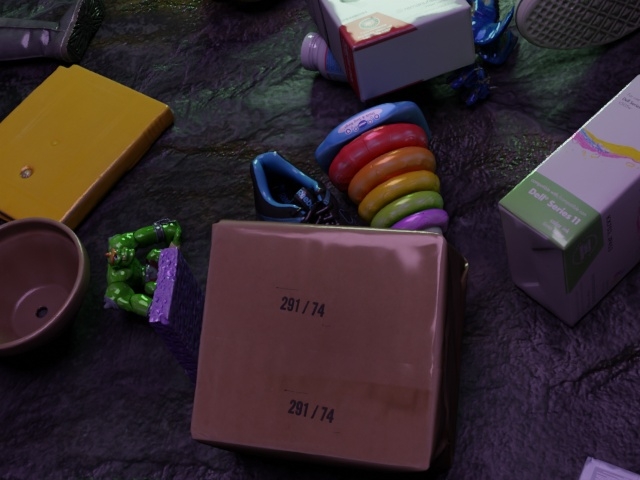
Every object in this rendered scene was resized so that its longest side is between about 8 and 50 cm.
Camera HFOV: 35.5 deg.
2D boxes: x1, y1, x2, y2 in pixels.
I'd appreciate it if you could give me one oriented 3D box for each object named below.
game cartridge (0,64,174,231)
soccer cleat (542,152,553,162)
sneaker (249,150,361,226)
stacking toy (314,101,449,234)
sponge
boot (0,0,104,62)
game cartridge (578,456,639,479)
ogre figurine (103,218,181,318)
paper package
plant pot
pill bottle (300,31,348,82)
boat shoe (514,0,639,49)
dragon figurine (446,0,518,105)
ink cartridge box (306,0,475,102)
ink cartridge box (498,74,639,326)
[{"bbox_3d":[-0.462,-0.161,1.781,0.285,0.052,0.323,26,65,29],"label":"game cartridge"},{"bbox_3d":[0.348,-0.094,1.512,0.035,0.029,0.083,16,65,15],"label":"soccer cleat"},{"bbox_3d":[0.000,0.000,1.477,0.125,0.139,0.341,-39,57,-15],"label":"sneaker"},{"bbox_3d":[0.127,-0.039,1.482,0.175,0.166,0.302,-26,68,8],"label":"stacking toy"},{"bbox_3d":[-0.188,0.113,1.409,0.031,0.210,0.117,-5,56,10],"label":"sponge"},{"bbox_3d":[-0.550,-0.424,1.978,0.208,0.076,0.189,5,56,27],"label":"boot"},{"bbox_3d":[0.362,0.308,1.238,0.083,0.017,0.056,18,60,26],"label":"game cartridge"},{"bbox_3d":[-0.276,0.050,1.556,0.118,0.097,0.197,-1,70,-6],"label":"ogre figurine"},{"bbox_3d":[0.014,0.138,1.309,0.325,0.168,0.309,3,80,18],"label":"paper package"},{"bbox_3d":[-0.460,0.090,1.566,0.237,0.110,0.237,-7,54,10],"label":"plant pot"},{"bbox_3d":[0.051,-0.314,1.710,0.160,0.087,0.087,14,61,23],"label":"pill bottle"},{"bbox_3d":[0.508,-0.468,1.633,0.500,0.187,0.156,-32,49,-13],"label":"boat shoe"},{"bbox_3d":[0.280,-0.348,1.668,0.144,0.085,0.289,30,69,31],"label":"dragon figurine"},{"bbox_3d":[0.102,-0.371,1.611,0.197,0.114,0.273,-20,46,-6],"label":"ink cartridge box"},{"bbox_3d":[0.415,-0.075,1.365,0.353,0.207,0.119,-41,54,-13],"label":"ink cartridge box"}]
